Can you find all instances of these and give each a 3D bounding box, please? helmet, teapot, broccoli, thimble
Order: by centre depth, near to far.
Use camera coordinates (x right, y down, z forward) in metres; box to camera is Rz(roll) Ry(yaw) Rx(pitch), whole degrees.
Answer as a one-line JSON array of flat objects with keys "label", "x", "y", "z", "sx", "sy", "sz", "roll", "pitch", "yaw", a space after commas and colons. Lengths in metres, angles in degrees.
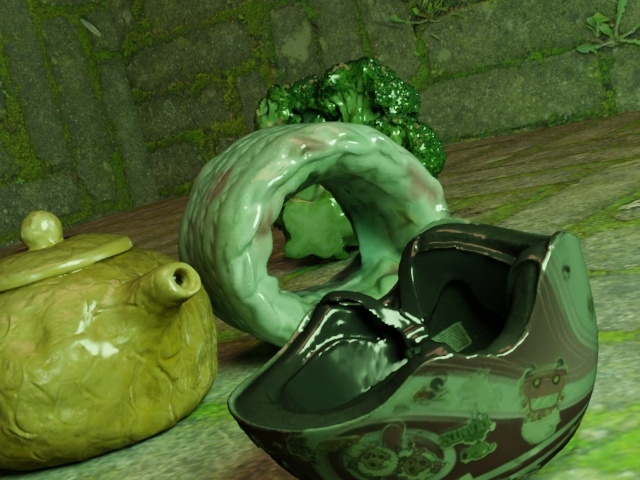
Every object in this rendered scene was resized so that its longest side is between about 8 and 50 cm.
[{"label": "helmet", "x": 0.057, "y": 0.069, "z": 0.460, "sx": 0.177, "sy": 0.107, "sz": 0.153, "roll": -35, "pitch": 15, "yaw": -11}, {"label": "teapot", "x": -0.193, "y": 0.060, "z": 0.710, "sx": 0.311, "sy": 0.167, "sz": 0.203, "roll": -8, "pitch": 10, "yaw": 41}, {"label": "thimble", "x": 0.000, "y": 0.000, "z": 0.799, "sx": 0.211, "sy": 0.185, "sz": 0.149, "roll": 20, "pitch": -5, "yaw": -25}, {"label": "broccoli", "x": 0.024, "y": -0.088, "z": 1.233, "sx": 0.294, "sy": 0.265, "sz": 0.245, "roll": -39, "pitch": 21, "yaw": 33}]
